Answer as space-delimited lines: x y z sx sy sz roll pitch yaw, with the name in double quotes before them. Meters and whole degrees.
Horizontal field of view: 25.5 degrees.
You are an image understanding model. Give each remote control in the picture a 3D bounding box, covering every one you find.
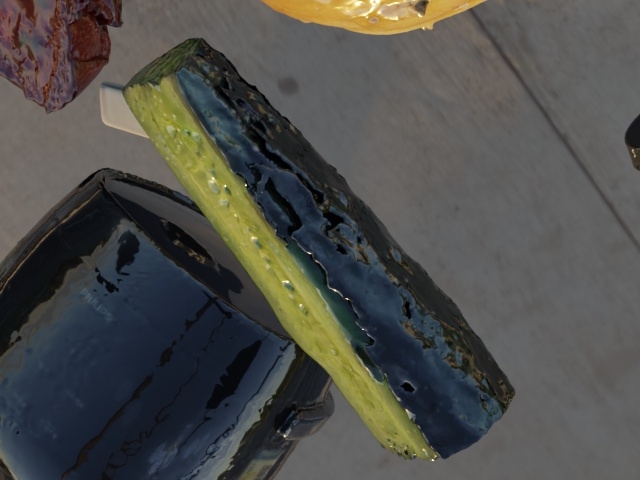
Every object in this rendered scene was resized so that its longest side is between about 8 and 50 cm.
"remote control" -0.204 -0.165 1.954 0.261 0.029 0.067 18 121 32

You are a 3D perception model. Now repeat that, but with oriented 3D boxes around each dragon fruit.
"dragon fruit" -0.170 -0.195 0.929 0.122 0.092 0.192 28 124 21

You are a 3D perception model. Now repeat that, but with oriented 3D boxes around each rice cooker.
"rice cooker" -0.127 0.095 1.024 0.267 0.267 0.224 32 99 -22

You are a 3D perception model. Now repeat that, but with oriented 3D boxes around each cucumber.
"cucumber" 0.003 -0.002 0.624 0.062 0.078 0.211 -39 101 -21

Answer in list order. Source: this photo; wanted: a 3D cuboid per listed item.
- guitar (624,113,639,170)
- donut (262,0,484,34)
"guitar" 0.378 -0.071 1.187 0.084 0.271 0.038 -45 129 -23
"donut" 0.029 -0.371 1.200 0.449 0.198 0.449 23 134 26
